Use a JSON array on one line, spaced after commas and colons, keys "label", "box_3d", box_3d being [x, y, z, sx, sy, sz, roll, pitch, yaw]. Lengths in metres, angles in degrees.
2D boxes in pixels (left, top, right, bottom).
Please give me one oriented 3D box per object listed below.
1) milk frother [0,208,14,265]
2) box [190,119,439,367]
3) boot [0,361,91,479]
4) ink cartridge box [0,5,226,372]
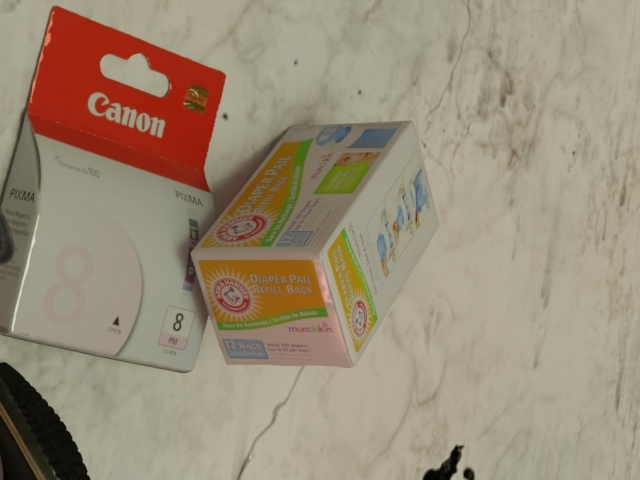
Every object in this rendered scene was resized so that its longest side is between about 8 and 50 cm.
[{"label": "milk frother", "box_3d": [-0.277, -0.010, 1.040, 0.135, 0.129, 0.143, -38, 111, 14]}, {"label": "box", "box_3d": [0.000, 0.000, 1.351, 0.203, 0.114, 0.103, -56, 137, -51]}, {"label": "boot", "box_3d": [-0.226, 0.200, 1.229, 0.198, 0.137, 0.077, 60, 8, 4]}, {"label": "ink cartridge box", "box_3d": [-0.143, -0.031, 1.274, 0.189, 0.066, 0.232, 18, 90, -49]}]
